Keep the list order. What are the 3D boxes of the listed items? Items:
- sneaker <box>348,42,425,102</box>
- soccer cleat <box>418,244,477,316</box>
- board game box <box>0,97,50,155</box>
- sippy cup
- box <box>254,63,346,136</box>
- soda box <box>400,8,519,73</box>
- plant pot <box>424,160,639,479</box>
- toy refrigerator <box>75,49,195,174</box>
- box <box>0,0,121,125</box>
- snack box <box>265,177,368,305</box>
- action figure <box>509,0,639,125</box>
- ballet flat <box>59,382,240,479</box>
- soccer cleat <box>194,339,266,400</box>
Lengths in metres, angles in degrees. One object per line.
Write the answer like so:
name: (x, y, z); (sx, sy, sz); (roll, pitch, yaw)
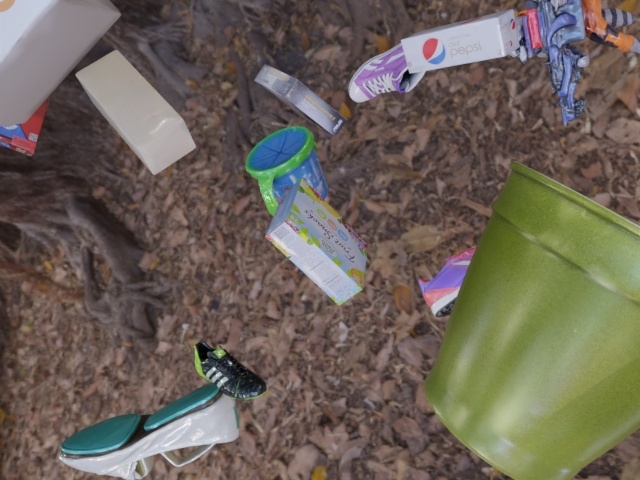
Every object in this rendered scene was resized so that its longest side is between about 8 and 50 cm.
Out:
sneaker: (0.189, -0.464, 1.781); (0.282, 0.102, 0.161); (-32, 37, 35)
soccer cleat: (0.374, 0.055, 1.492); (0.318, 0.109, 0.116); (-44, 61, 23)
board game box: (-0.720, -0.292, 1.271); (0.027, 0.281, 0.145); (-24, 55, 46)
sippy cup: (-0.089, -0.213, 2.000); (0.305, 0.224, 0.240); (-41, 36, -14)
box: (-0.055, -0.372, 1.625); (0.056, 0.183, 0.231); (-54, 34, 5)
soda box: (0.268, -0.383, 1.199); (0.216, 0.069, 0.074); (3, 120, 44)
plant pot: (0.333, 0.134, 0.856); (0.353, 0.366, 0.366); (-60, 38, 13)
toy refrigerator: (-0.368, -0.256, 1.228); (0.102, 0.094, 0.269); (-37, 61, -14)
box: (-0.457, -0.332, 0.732); (0.215, 0.345, 0.168); (-41, 6, 15)
snack box: (0.000, 0.000, 1.225); (0.070, 0.207, 0.174); (-38, 18, 27)
action figure: (0.557, -0.433, 1.345); (0.178, 0.330, 0.341); (-79, -17, -73)
ballet flat: (-0.336, 0.404, 1.224); (0.400, 0.139, 0.139); (-22, 53, 14)
soccer cleat: (-0.169, 0.234, 1.113); (0.179, 0.060, 0.072); (15, 122, 39)
